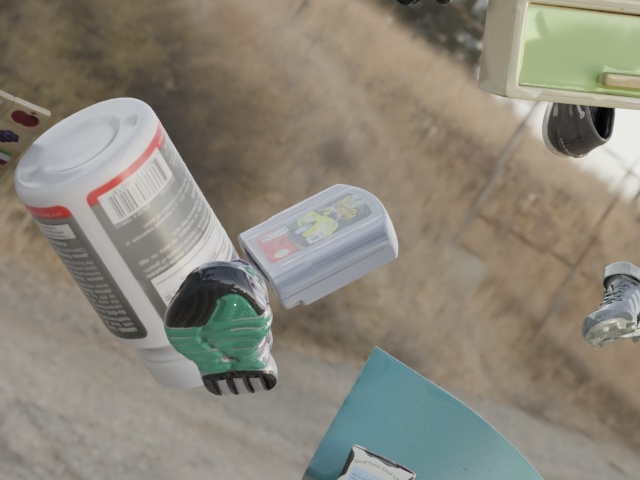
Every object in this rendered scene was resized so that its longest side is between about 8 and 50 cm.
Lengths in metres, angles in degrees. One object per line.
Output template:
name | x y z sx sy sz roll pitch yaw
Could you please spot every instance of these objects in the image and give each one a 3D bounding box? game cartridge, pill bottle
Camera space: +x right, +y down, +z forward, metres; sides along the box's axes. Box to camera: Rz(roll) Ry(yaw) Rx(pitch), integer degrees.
game cartridge | 0.000 0.000 2.255 0.294 0.196 0.060 -135 -157 -70
pill bottle | -0.182 0.008 1.673 0.161 0.161 0.283 36 -21 56

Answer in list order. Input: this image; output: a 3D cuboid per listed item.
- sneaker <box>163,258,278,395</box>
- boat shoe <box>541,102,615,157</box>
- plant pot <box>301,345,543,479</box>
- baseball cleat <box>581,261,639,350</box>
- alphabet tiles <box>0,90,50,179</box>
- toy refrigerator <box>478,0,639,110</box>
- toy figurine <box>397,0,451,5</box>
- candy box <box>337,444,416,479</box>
sneaker | -0.079 0.046 1.278 0.083 0.098 0.223 -3 -25 0
boat shoe | 0.409 -0.279 2.355 0.112 0.335 0.095 22 -17 -32
plant pot | 0.113 0.266 1.786 0.234 0.165 0.165 29 -24 5
baseball cleat | 0.373 0.082 2.049 0.206 0.072 0.109 8 57 -59
alphabet tiles | -0.420 -0.127 1.637 0.237 0.009 0.198 24 -37 -22
toy refrigerator | 0.293 -0.173 1.492 0.270 0.102 0.094 5 10 -12
toy figurine | 0.155 -0.358 1.693 0.210 0.213 0.148 -5 18 21
candy box | 0.017 0.322 1.592 0.071 0.233 0.159 24 -6 6
